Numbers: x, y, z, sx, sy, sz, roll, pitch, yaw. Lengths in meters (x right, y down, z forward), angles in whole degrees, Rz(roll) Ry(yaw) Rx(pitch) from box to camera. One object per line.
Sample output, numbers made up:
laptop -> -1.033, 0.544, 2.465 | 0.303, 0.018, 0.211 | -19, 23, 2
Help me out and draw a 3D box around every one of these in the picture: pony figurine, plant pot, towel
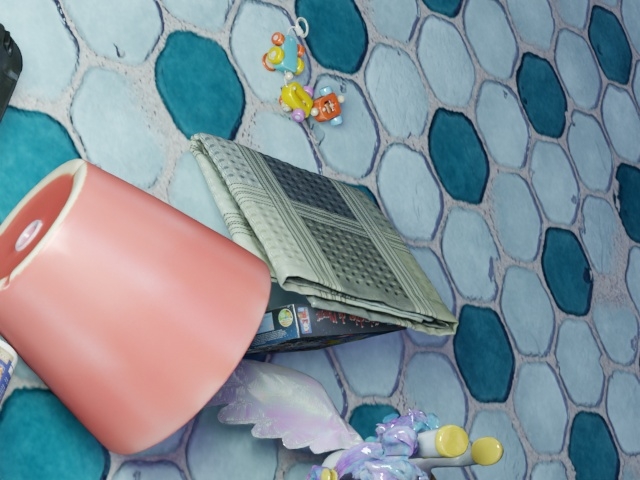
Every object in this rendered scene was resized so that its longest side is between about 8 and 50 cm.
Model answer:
pony figurine -> 0.042, 0.301, 1.888 | 0.351, 0.363, 0.303 | 9, 77, -33
plant pot -> -0.233, 0.059, 1.664 | 0.243, 0.275, 0.275 | 41, 48, -24
towel -> 0.000, 0.000, 1.982 | 0.312, 0.056, 0.324 | 18, 26, -38

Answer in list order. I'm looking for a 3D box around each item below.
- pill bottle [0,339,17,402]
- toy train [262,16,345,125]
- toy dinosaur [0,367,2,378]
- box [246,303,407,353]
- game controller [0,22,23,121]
pill bottle -> -0.369, 0.163, 1.591 | 0.067, 0.067, 0.120 | 44, 46, -33
toy train -> -0.030, -0.231, 2.186 | 0.125, 0.046, 0.166 | -40, 112, -51
toy dinosaur -> -0.373, 0.163, 1.450 | 0.322, 0.218, 0.164 | -51, 146, 0
box -> -0.019, 0.115, 1.976 | 0.233, 0.159, 0.044 | 0, 77, -52
game controller -> -0.432, -0.137, 1.641 | 0.166, 0.067, 0.319 | 32, 52, -24
